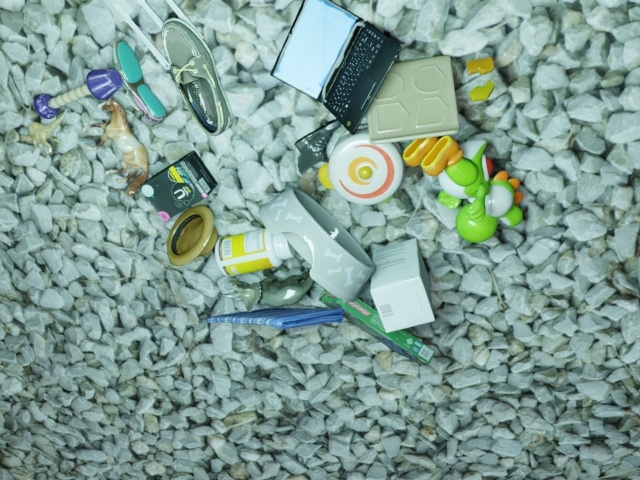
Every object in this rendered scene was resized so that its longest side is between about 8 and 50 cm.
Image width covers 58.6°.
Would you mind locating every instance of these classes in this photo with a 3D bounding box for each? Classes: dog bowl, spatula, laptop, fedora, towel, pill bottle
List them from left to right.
[{"bbox_3d":[-0.424,-0.567,1.444,0.168,0.019,0.242,-33,111,19],"label":"spatula"},{"bbox_3d":[-0.359,-0.005,1.645,0.194,0.194,0.079,-35,141,21],"label":"fedora"},{"bbox_3d":[-0.184,0.029,1.637,0.215,0.117,0.117,-12,113,13],"label":"pill bottle"},{"bbox_3d":[-0.127,0.219,1.590,0.336,0.243,0.040,-6,86,46],"label":"towel"},{"bbox_3d":[0.000,0.000,1.487,0.349,0.349,0.102,43,99,-13],"label":"dog bowl"},{"bbox_3d":[0.028,-0.430,1.379,0.136,0.264,0.234,8,124,-38],"label":"laptop"}]

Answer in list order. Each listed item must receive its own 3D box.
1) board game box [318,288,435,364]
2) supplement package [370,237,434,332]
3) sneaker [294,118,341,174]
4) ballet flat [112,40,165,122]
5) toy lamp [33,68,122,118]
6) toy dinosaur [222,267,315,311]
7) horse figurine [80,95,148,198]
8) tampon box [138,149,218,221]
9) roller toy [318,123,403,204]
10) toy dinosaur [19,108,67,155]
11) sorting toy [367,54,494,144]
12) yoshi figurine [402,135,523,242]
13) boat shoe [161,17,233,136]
[{"bbox_3d":[0.155,0.244,1.650,0.317,0.213,0.046,35,80,-10],"label":"board game box"},{"bbox_3d":[0.222,0.116,1.553,0.133,0.244,0.139,-16,111,14],"label":"supplement package"},{"bbox_3d":[-0.002,-0.249,1.521,0.170,0.051,0.089,-25,110,23],"label":"sneaker"},{"bbox_3d":[-0.494,-0.407,1.503,0.079,0.077,0.221,-14,114,35],"label":"ballet flat"},{"bbox_3d":[-0.630,-0.386,1.491,0.274,0.080,0.080,-8,115,29],"label":"toy lamp"},{"bbox_3d":[-0.110,0.148,1.660,0.313,0.160,0.121,0,115,9],"label":"toy dinosaur"},{"bbox_3d":[-0.554,-0.254,1.582,0.174,0.066,0.263,-22,108,23],"label":"horse figurine"},{"bbox_3d":[-0.393,-0.152,1.587,0.161,0.101,0.120,-28,108,19],"label":"tampon box"},{"bbox_3d":[0.116,-0.195,1.474,0.209,0.146,0.191,24,115,-3],"label":"roller toy"},{"bbox_3d":[-0.772,-0.292,1.599,0.183,0.053,0.093,-21,109,17],"label":"toy dinosaur"},{"bbox_3d":[0.265,-0.343,1.373,0.307,0.229,0.041,-6,159,10],"label":"sorting toy"},{"bbox_3d":[0.363,-0.110,1.453,0.362,0.204,0.203,33,146,-28],"label":"yoshi figurine"},{"bbox_3d":[-0.318,-0.412,1.454,0.109,0.091,0.305,-18,115,15],"label":"boat shoe"}]
